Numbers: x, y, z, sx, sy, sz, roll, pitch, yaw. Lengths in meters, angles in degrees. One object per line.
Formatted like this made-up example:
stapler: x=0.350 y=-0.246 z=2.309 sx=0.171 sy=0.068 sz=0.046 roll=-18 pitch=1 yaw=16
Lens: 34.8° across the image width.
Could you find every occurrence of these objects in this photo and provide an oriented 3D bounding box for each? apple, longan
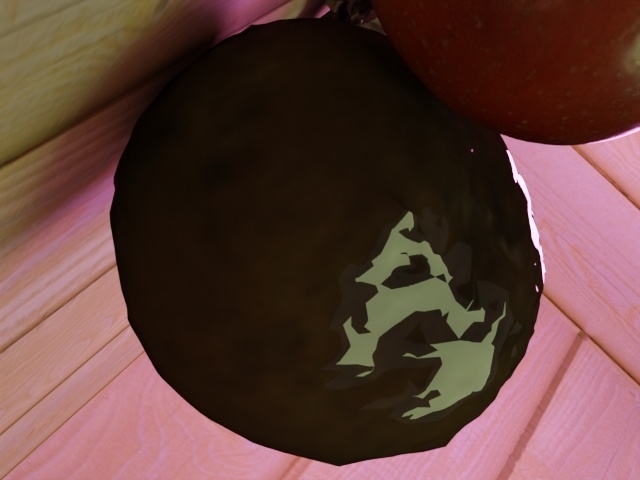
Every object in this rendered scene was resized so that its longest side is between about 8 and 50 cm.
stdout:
apple: x=0.194 y=-0.252 z=0.817 sx=0.348 sy=0.348 sz=0.277 roll=-44 pitch=171 yaw=-45
longan: x=0.000 y=-0.001 z=0.973 sx=0.404 sy=0.436 sz=0.404 roll=-30 pitch=-141 yaw=28

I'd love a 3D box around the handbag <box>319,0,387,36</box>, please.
handbag: x=0.077 y=-0.261 z=1.210 sx=0.235 sy=0.127 sz=0.213 roll=-35 pitch=172 yaw=-46
